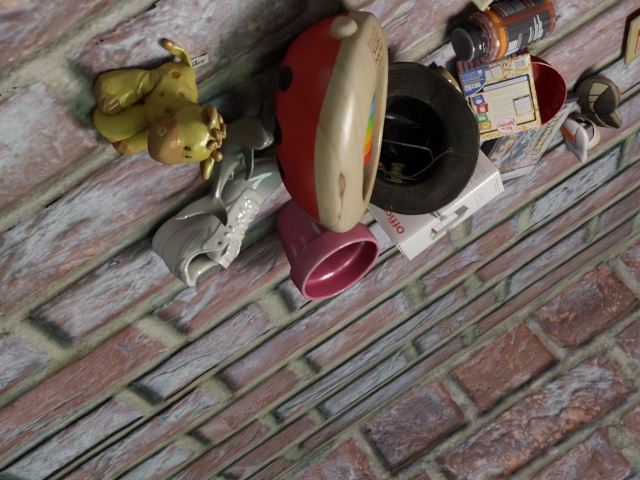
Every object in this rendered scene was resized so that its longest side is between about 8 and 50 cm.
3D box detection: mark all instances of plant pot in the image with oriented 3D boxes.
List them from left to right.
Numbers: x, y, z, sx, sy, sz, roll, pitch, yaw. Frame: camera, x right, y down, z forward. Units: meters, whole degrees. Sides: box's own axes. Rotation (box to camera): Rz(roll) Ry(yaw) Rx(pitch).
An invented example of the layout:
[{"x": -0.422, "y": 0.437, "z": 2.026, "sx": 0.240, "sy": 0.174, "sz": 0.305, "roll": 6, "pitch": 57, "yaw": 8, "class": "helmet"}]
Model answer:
[{"x": 0.000, "y": 0.000, "z": 1.829, "sx": 0.201, "sy": 0.180, "sz": 0.201, "roll": -27, "pitch": 151, "yaw": -16, "class": "plant pot"}]

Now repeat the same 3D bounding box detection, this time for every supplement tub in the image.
[{"x": 0.355, "y": -0.415, "z": 1.654, "sx": 0.198, "sy": 0.106, "sz": 0.106, "roll": -25, "pitch": 151, "yaw": -20, "class": "supplement tub"}]

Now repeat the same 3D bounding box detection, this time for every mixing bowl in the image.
[{"x": 0.436, "y": -0.339, "z": 1.845, "sx": 0.182, "sy": 0.098, "sz": 0.181, "roll": -1, "pitch": 135, "yaw": -1, "class": "mixing bowl"}]

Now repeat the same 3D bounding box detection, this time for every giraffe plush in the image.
[{"x": -0.224, "y": -0.179, "z": 1.294, "sx": 0.210, "sy": 0.170, "sz": 0.181, "roll": -35, "pitch": 153, "yaw": -1, "class": "giraffe plush"}]

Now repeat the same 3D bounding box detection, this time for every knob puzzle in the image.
[{"x": 0.829, "y": -0.542, "z": 2.077, "sx": 0.213, "sy": 0.030, "sz": 0.213, "roll": -27, "pitch": 151, "yaw": -16, "class": "knob puzzle"}]

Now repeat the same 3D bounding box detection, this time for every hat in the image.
[{"x": 0.173, "y": -0.220, "z": 1.694, "sx": 0.331, "sy": 0.331, "sz": 0.134, "roll": -58, "pitch": -175, "yaw": 37, "class": "hat"}]

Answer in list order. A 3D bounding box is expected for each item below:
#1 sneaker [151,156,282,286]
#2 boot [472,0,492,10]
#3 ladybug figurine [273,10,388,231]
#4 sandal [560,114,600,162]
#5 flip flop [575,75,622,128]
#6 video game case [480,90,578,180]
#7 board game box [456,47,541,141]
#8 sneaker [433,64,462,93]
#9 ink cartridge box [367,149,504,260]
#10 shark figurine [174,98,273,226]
[{"x": -0.171, "y": -0.033, "z": 1.613, "sx": 0.305, "sy": 0.152, "sz": 0.114, "roll": -40, "pitch": 151, "yaw": 5, "class": "sneaker"}, {"x": 0.348, "y": -0.493, "z": 1.553, "sx": 0.213, "sy": 0.077, "sz": 0.165, "roll": 11, "pitch": 128, "yaw": -49, "class": "boot"}, {"x": 0.017, "y": -0.205, "z": 1.465, "sx": 0.449, "sy": 0.162, "sz": 0.305, "roll": 91, "pitch": 14, "yaw": -50, "class": "ladybug figurine"}, {"x": 0.707, "y": -0.289, "z": 2.282, "sx": 0.076, "sy": 0.102, "sz": 0.265, "roll": -41, "pitch": 161, "yaw": 7, "class": "sandal"}, {"x": 0.736, "y": -0.367, "z": 2.189, "sx": 0.277, "sy": 0.112, "sz": 0.080, "roll": 29, "pitch": 83, "yaw": -59, "class": "flip flop"}, {"x": 0.510, "y": -0.253, "z": 2.169, "sx": 0.248, "sy": 0.035, "sz": 0.275, "roll": -16, "pitch": 147, "yaw": -33, "class": "video game case"}, {"x": 0.377, "y": -0.306, "z": 1.775, "sx": 0.147, "sy": 0.045, "sz": 0.193, "roll": -13, "pitch": 134, "yaw": 11, "class": "board game box"}, {"x": 0.251, "y": -0.288, "z": 1.780, "sx": 0.086, "sy": 0.064, "sz": 0.192, "roll": -42, "pitch": 156, "yaw": 2, "class": "sneaker"}, {"x": 0.238, "y": -0.119, "z": 1.891, "sx": 0.273, "sy": 0.198, "sz": 0.115, "roll": -37, "pitch": 154, "yaw": 3, "class": "ink cartridge box"}, {"x": -0.176, "y": -0.158, "z": 1.490, "sx": 0.116, "sy": 0.166, "sz": 0.278, "roll": 16, "pitch": 141, "yaw": -23, "class": "shark figurine"}]
